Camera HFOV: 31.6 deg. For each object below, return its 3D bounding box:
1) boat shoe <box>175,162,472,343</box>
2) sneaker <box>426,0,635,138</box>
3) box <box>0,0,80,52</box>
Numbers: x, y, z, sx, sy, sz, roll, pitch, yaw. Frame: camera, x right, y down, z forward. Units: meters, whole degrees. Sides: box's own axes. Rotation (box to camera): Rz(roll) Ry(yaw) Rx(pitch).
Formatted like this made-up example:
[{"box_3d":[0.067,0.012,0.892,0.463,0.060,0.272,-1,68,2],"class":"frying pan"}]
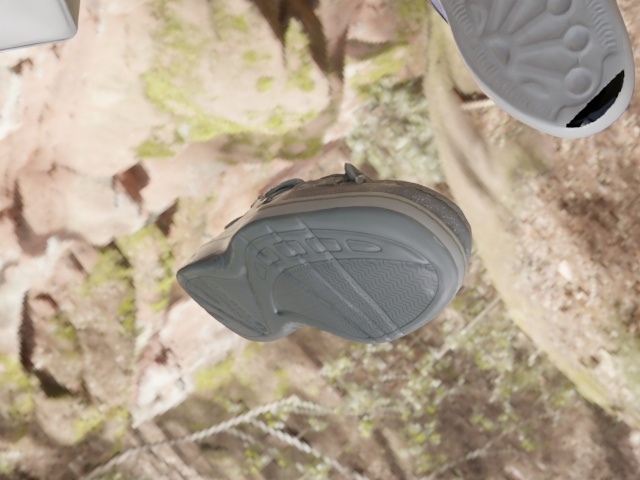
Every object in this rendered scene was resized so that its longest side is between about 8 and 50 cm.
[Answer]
[{"box_3d":[0.001,0.002,0.780,0.118,0.103,0.320,42,156,-13],"class":"boat shoe"},{"box_3d":[0.193,-0.187,0.995,0.236,0.130,0.323,23,-153,-53],"class":"sneaker"},{"box_3d":[-0.161,-0.221,0.437,0.148,0.121,0.311,74,-170,-54],"class":"box"}]
